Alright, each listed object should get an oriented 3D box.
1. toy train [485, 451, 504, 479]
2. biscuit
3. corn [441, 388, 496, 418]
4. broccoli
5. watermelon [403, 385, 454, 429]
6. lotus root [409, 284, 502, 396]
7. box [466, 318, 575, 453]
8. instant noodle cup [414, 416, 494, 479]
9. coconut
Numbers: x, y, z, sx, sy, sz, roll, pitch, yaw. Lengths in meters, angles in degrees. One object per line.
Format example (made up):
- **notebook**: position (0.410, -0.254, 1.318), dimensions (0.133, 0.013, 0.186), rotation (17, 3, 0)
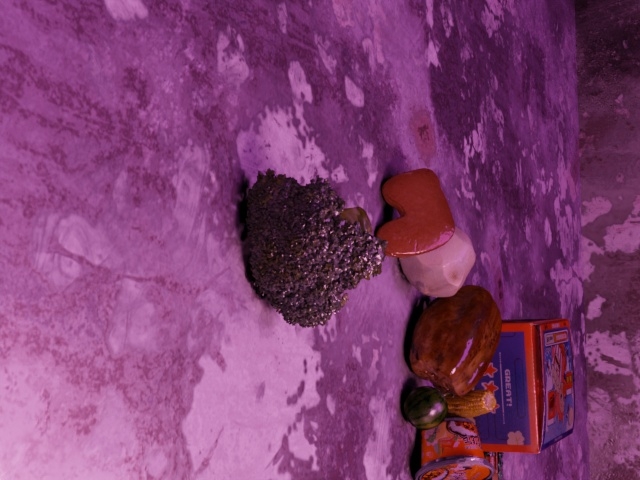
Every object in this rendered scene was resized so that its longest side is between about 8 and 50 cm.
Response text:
- **toy train**: position (0.467, 0.609, 2.525), dimensions (0.064, 0.044, 0.103), rotation (14, 74, -50)
- **biscuit**: position (0.194, -0.061, 2.022), dimensions (0.036, 0.186, 0.192), rotation (118, -43, -66)
- **corn**: position (0.326, 0.377, 2.139), dimensions (0.067, 0.206, 0.067), rotation (9, 73, -29)
- **broccoli**: position (0.016, 0.015, 1.630), dimensions (0.252, 0.221, 0.361), rotation (56, 19, 23)
- **watermelon**: position (0.237, 0.368, 2.060), dimensions (0.109, 0.109, 0.109), rotation (14, 74, -61)
- **lotus root**: position (0.311, 0.218, 2.142), dimensions (0.291, 0.193, 0.193), rotation (-55, 134, -35)
- **box**: position (0.487, 0.360, 2.368), dimensions (0.349, 0.257, 0.318), rotation (8, 80, -62)
- **instant noodle cup**: position (0.299, 0.478, 2.109), dimensions (0.178, 0.208, 0.125), rotation (18, 51, -28)
- **coconut**: position (0.259, 0.050, 2.093), dimensions (0.162, 0.161, 0.161), rotation (-47, 130, -29)
